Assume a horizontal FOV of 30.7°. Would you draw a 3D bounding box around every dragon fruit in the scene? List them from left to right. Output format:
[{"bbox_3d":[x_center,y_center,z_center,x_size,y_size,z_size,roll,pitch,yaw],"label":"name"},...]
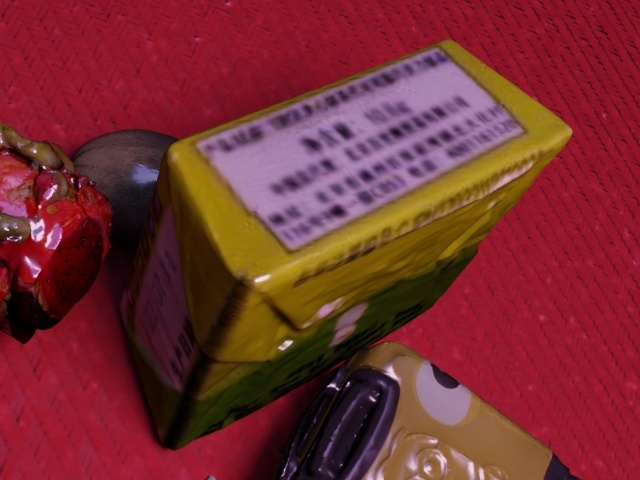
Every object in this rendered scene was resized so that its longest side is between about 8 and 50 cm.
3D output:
[{"bbox_3d":[-0.254,-0.015,0.868,0.172,0.166,0.160,20,103,17],"label":"dragon fruit"}]

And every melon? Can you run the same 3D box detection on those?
[{"bbox_3d":[-0.143,-0.042,0.960,0.131,0.098,0.098,17,65,-12],"label":"melon"}]

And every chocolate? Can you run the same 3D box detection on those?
[{"bbox_3d":[0.000,0.000,0.904,0.301,0.288,0.137,-26,71,-30],"label":"chocolate"}]

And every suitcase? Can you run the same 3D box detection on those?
[{"bbox_3d":[0.069,0.213,0.929,0.235,0.143,0.194,36,61,-8],"label":"suitcase"}]

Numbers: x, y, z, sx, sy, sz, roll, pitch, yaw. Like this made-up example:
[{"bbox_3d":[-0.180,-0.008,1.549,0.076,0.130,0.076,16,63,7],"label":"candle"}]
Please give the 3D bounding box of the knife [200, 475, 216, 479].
[{"bbox_3d":[-0.056,0.269,0.923,0.166,0.022,0.078,47,65,0],"label":"knife"}]
